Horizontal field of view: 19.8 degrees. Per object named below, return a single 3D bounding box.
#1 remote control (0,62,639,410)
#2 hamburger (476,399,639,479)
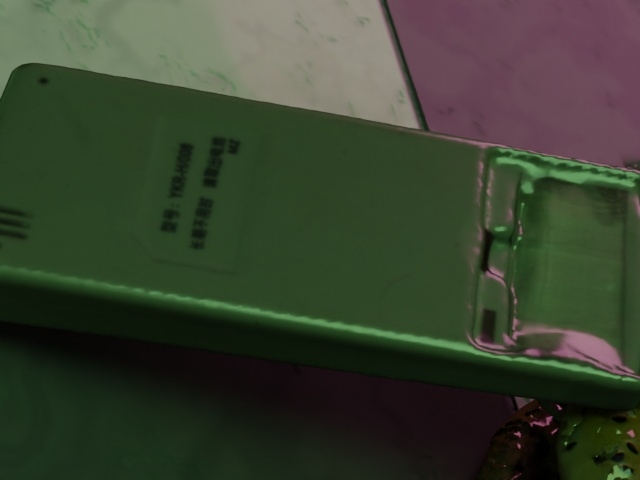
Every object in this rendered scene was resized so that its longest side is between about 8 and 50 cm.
[{"bbox_3d":[0.000,0.000,0.750,0.285,0.038,0.123,9,51,-2],"label":"remote control"},{"bbox_3d":[0.153,0.112,0.772,0.185,0.113,0.177,46,51,4],"label":"hamburger"}]
